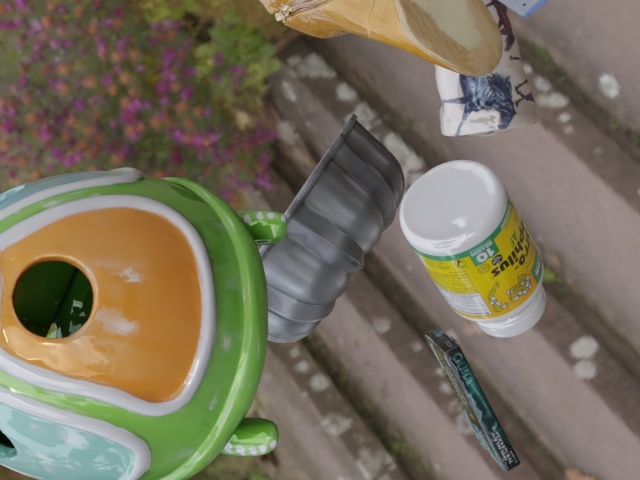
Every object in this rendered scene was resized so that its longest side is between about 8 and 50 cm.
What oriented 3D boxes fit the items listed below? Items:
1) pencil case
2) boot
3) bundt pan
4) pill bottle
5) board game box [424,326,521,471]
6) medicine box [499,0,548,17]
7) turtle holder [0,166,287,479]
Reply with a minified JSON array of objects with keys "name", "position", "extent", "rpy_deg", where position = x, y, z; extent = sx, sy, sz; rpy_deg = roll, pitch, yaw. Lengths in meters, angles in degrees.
[{"name":"pencil case","position":[0.236,-0.357,2.049],"extent":[0.183,0.160,0.410],"rpy_deg":[-65,-39,-75]},{"name":"boot","position":[0.057,-0.272,1.490],"extent":[0.295,0.104,0.211],"rpy_deg":[35,161,-10]},{"name":"bundt pan","position":[0.000,0.000,1.685],"extent":[0.124,0.330,0.331],"rpy_deg":[35,166,-1]},{"name":"pill bottle","position":[0.175,0.017,1.381],"extent":[0.117,0.117,0.208],"rpy_deg":[45,173,44]},{"name":"board game box","position":[0.205,0.213,1.719],"extent":[0.186,0.026,0.126],"rpy_deg":[62,177,-11]},{"name":"medicine box","position":[0.293,-0.441,1.617],"extent":[0.149,0.263,0.289],"rpy_deg":[58,-160,14]},{"name":"turtle holder","position":[-0.193,0.055,0.938],"extent":[0.320,0.227,0.243],"rpy_deg":[22,100,47]}]
